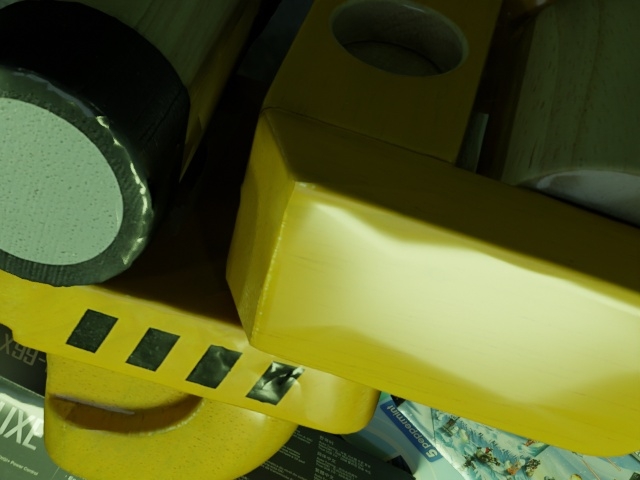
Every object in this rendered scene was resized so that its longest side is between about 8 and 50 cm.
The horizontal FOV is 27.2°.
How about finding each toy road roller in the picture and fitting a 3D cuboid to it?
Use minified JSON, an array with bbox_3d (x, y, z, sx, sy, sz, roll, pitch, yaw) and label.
[{"bbox_3d":[0.000,0.000,0.561,0.329,0.202,0.241,16,131,4],"label":"toy road roller"}]

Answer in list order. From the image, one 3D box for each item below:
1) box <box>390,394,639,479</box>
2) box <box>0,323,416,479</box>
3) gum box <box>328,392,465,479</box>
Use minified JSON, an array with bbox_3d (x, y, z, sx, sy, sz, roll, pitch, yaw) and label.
[{"bbox_3d":[0.115,0.098,0.675,0.094,0.027,0.137,-42,101,2],"label":"box"},{"bbox_3d":[-0.140,0.160,0.719,0.307,0.076,0.242,27,123,-12],"label":"box"},{"bbox_3d":[0.004,0.098,0.748,0.184,0.041,0.157,-33,104,36],"label":"gum box"}]
